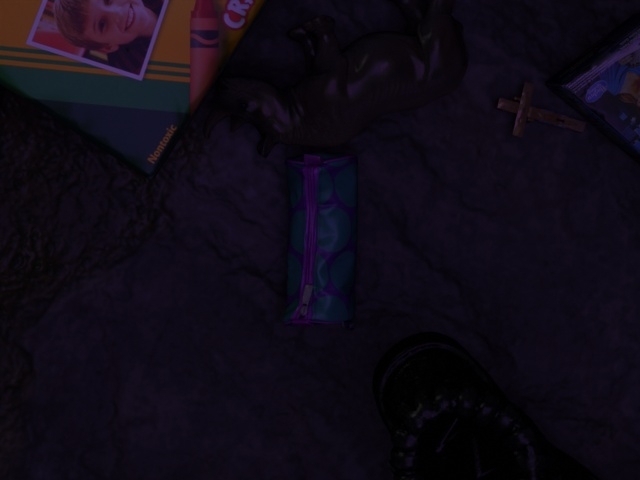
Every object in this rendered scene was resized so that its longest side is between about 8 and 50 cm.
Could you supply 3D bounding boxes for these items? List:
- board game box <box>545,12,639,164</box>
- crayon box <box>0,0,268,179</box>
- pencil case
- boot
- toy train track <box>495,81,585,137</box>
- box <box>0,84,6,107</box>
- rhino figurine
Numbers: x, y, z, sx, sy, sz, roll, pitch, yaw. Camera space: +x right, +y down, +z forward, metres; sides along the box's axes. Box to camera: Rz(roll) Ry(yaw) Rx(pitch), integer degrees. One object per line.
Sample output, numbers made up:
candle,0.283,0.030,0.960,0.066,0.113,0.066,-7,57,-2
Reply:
board game box,0.333,-0.118,1.222,0.194,0.060,0.194,-37,100,1
crayon box,-0.170,-0.286,1.131,0.313,0.106,0.363,32,93,-8
pencil case,0.000,0.000,1.204,0.064,0.070,0.152,3,96,19
boot,0.172,0.233,1.154,0.348,0.260,0.131,44,92,-9
toy train track,0.193,-0.110,1.235,0.083,0.014,0.048,15,89,-13
box,-0.372,-0.104,1.140,0.203,0.103,0.114,15,96,-7
rhino figurine,0.012,-0.137,1.186,0.243,0.073,0.106,-24,96,0
